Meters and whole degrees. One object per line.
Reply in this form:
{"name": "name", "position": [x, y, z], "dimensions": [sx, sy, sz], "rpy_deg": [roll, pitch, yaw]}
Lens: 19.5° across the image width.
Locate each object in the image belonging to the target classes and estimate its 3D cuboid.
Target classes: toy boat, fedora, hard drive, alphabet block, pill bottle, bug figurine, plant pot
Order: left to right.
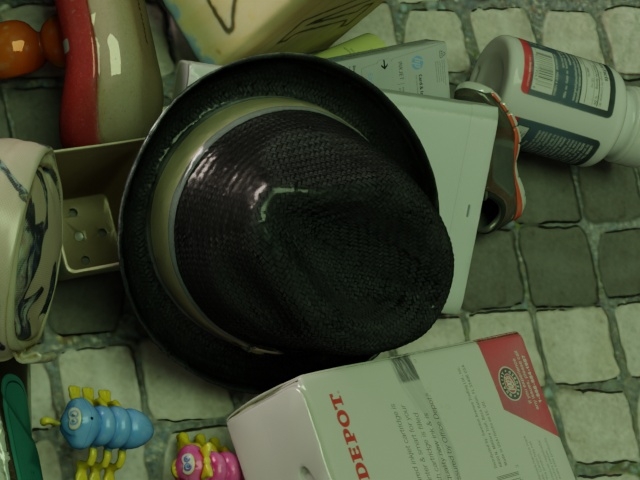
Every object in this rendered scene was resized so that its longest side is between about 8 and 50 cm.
{"name": "toy boat", "position": [-0.231, -0.176, 1.672], "dimensions": [0.151, 0.151, 0.231], "rpy_deg": [-14, 75, 4]}
{"name": "plant pot", "position": [-0.197, -0.017, 1.629], "dimensions": [0.109, 0.096, 0.109], "rpy_deg": [-10, 76, -28]}
{"name": "bug figurine", "position": [-0.128, 0.248, 1.541], "dimensions": [0.216, 0.072, 0.279], "rpy_deg": [7, 66, -42]}
{"name": "alphabet block", "position": [-0.032, -0.290, 1.731], "dimensions": [0.193, 0.197, 0.192], "rpy_deg": [-25, 82, -49]}
{"name": "fedora", "position": [0.000, 0.000, 1.584], "dimensions": [0.334, 0.152, 0.334], "rpy_deg": [-10, 107, -33]}
{"name": "hard drive", "position": [0.004, -0.044, 1.712], "dimensions": [0.307, 0.040, 0.203], "rpy_deg": [6, 100, -23]}
{"name": "pill bottle", "position": [0.246, -0.133, 1.876], "dimensions": [0.180, 0.108, 0.108], "rpy_deg": [15, 64, -19]}

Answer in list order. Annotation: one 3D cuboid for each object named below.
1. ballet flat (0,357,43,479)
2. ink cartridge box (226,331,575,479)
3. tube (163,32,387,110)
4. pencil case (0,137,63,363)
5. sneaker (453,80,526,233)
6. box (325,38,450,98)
{"name": "ballet flat", "position": [-0.300, 0.106, 1.521], "dimensions": [0.147, 0.147, 0.409], "rpy_deg": [2, 68, -24]}
{"name": "ink cartridge box", "position": [0.080, 0.207, 1.620], "dimensions": [0.283, 0.117, 0.207], "rpy_deg": [-7, 73, -42]}
{"name": "tube", "position": [-0.036, -0.127, 1.774], "dimensions": [0.240, 0.062, 0.070], "rpy_deg": [-26, 47, -26]}
{"name": "pencil case", "position": [-0.390, -0.013, 1.390], "dimensions": [0.410, 0.160, 0.183], "rpy_deg": [9, 101, -2]}
{"name": "sneaker", "position": [0.157, -0.076, 1.802], "dimensions": [0.065, 0.061, 0.158], "rpy_deg": [-42, 122, -41]}
{"name": "box", "position": [0.040, -0.106, 1.771], "dimensions": [0.186, 0.038, 0.145], "rpy_deg": [-14, 108, -27]}
